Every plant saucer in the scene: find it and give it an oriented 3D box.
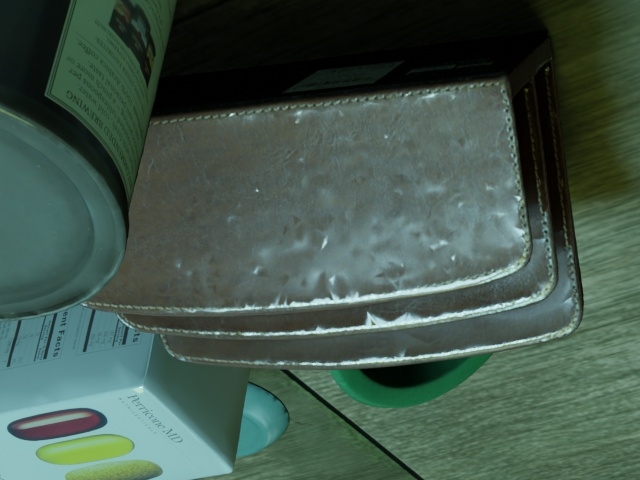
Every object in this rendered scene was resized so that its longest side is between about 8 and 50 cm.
[{"bbox_3d":[-0.087,0.157,1.594,0.119,0.021,0.119,6,144,4],"label":"plant saucer"}]

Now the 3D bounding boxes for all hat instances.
[{"bbox_3d":[0.031,0.013,1.376,0.208,0.183,0.173,-50,131,3],"label":"hat"}]

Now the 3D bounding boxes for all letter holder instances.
[{"bbox_3d":[0.000,0.000,1.174,0.302,0.152,0.214,-5,104,18],"label":"letter holder"}]

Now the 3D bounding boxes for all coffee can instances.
[{"bbox_3d":[-0.182,-0.123,1.021,0.201,0.275,0.201,5,143,4],"label":"coffee can"}]

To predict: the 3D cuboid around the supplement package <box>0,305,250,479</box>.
[{"bbox_3d":[-0.194,0.113,1.461,0.244,0.134,0.139,-13,139,27],"label":"supplement package"}]
